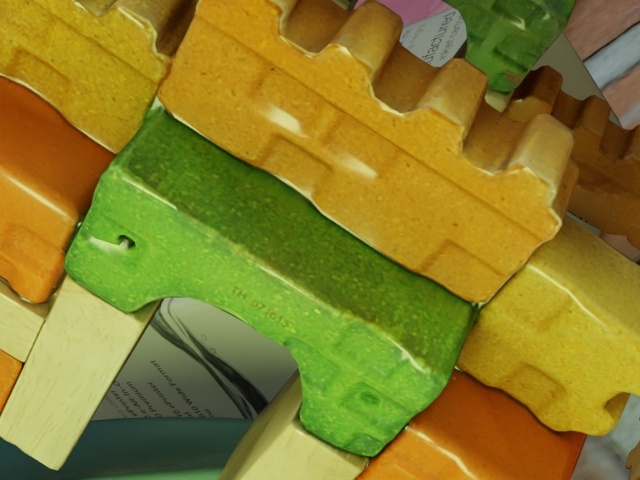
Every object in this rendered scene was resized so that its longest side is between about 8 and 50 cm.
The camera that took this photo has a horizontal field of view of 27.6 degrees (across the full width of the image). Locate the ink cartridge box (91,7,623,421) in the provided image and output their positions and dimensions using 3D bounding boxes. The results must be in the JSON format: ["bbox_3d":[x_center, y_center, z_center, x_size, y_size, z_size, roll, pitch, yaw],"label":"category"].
[{"bbox_3d":[0.000,0.000,0.773,0.307,0.129,0.223,-17,35,37],"label":"ink cartridge box"}]

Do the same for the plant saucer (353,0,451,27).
[{"bbox_3d":[0.048,-0.175,1.036,0.332,0.084,0.332,-29,28,17],"label":"plant saucer"}]

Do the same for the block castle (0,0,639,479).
[{"bbox_3d":[0.024,-0.060,0.469,0.213,0.453,0.303,-54,5,49],"label":"block castle"}]

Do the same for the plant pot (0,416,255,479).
[{"bbox_3d":[-0.109,0.165,0.566,0.234,0.166,0.166,-14,2,0],"label":"plant pot"}]
